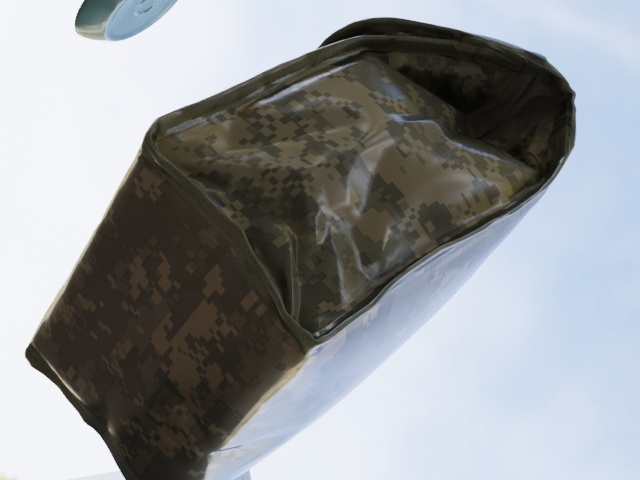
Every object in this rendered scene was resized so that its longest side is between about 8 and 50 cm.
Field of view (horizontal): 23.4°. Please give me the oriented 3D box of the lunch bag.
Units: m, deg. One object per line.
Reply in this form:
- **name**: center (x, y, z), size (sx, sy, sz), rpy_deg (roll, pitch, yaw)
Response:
- **lunch bag**: center (0.000, 0.000, 0.922), size (0.169, 0.287, 0.235), rpy_deg (51, -40, 11)

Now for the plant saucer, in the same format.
- **plant saucer**: center (-0.147, -0.200, 1.264), size (0.021, 0.119, 0.119), rpy_deg (50, -39, 10)

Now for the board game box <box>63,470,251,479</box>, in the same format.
- **board game box**: center (-0.164, 0.228, 1.014), size (0.303, 0.224, 0.097), rpy_deg (-36, 114, -85)
